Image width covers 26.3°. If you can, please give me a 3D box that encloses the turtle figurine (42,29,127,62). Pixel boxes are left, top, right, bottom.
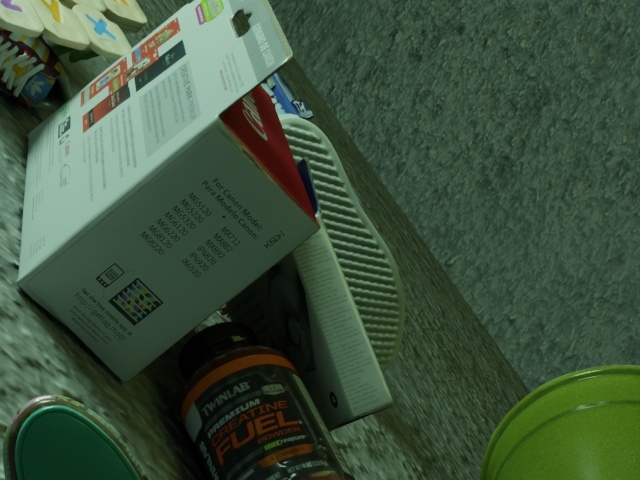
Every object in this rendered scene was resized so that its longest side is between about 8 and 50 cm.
[{"bbox_3d":[-0.342,-0.326,1.544,0.198,0.274,0.266,159,-87,-77],"label":"turtle figurine"}]

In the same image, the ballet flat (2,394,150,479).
[{"bbox_3d":[-0.115,0.183,0.810,0.221,0.077,0.079,55,-10,-12],"label":"ballet flat"}]

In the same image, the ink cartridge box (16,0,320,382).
[{"bbox_3d":[-0.111,-0.074,1.158,0.130,0.272,0.309,47,11,-26],"label":"ink cartridge box"}]

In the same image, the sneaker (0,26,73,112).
[{"bbox_3d":[-0.291,-0.174,1.295,0.084,0.069,0.185,50,9,20],"label":"sneaker"}]

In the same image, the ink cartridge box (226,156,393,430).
[{"bbox_3d":[-0.028,0.065,1.222,0.224,0.045,0.223,71,-23,10],"label":"ink cartridge box"}]

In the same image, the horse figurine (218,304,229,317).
[{"bbox_3d":[-0.092,0.014,1.568,0.174,0.066,0.263,59,6,-2],"label":"horse figurine"}]

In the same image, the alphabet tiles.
[{"bbox_3d":[-0.297,-0.277,1.326,0.284,0.021,0.278,9,41,-51],"label":"alphabet tiles"}]

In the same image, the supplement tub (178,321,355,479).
[{"bbox_3d":[-0.049,0.158,1.094,0.106,0.106,0.198,41,13,-50],"label":"supplement tub"}]

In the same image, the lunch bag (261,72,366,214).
[{"bbox_3d":[-0.046,-0.137,2.119,0.243,0.115,0.303,61,2,42],"label":"lunch bag"}]

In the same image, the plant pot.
[{"bbox_3d":[0.365,0.393,1.624,0.366,0.366,0.353,50,22,-13],"label":"plant pot"}]

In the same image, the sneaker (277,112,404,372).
[{"bbox_3d":[0.000,0.000,1.728,0.150,0.135,0.366,-143,-147,-68],"label":"sneaker"}]
